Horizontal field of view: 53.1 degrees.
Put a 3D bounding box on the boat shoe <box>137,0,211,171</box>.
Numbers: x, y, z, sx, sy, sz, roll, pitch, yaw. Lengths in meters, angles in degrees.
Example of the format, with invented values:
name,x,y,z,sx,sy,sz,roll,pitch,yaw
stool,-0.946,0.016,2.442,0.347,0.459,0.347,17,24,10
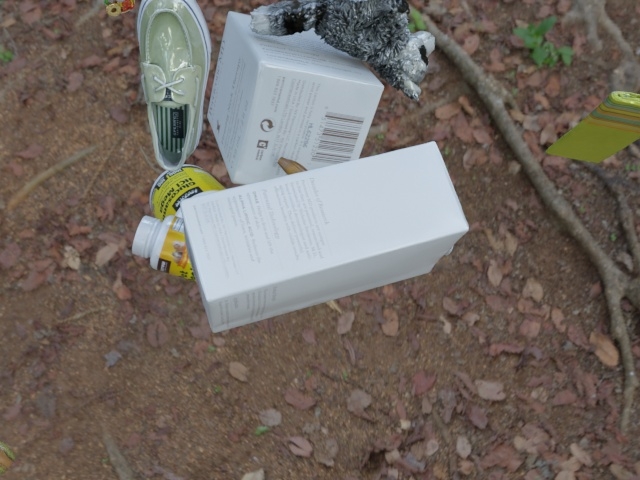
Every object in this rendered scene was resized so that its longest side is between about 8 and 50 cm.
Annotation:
name,x,y,z,sx,sy,sz,roll,pitch,yaw
boat shoe,-0.225,-0.243,1.003,0.109,0.302,0.094,1,45,-3

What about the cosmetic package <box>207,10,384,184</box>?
name,x,y,z,sx,sy,sz,roll,pitch,yaw
cosmetic package,-0.088,-0.368,1.714,0.327,0.329,0.394,4,33,-23

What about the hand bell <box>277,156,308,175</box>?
name,x,y,z,sx,sy,sz,roll,pitch,yaw
hand bell,-0.002,-0.125,1.519,0.242,0.126,0.126,33,69,11

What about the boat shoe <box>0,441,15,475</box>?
name,x,y,z,sx,sy,sz,roll,pitch,yaw
boat shoe,-0.622,0.274,1.021,0.104,0.110,0.307,-43,99,-27

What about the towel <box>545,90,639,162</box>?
name,x,y,z,sx,sy,sz,roll,pitch,yaw
towel,0.459,-0.178,1.030,0.102,0.237,0.021,12,78,-2

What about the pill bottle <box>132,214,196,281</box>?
name,x,y,z,sx,sy,sz,roll,pitch,yaw
pill bottle,-0.268,0.020,1.313,0.215,0.117,0.117,18,64,-6

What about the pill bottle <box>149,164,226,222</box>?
name,x,y,z,sx,sy,sz,roll,pitch,yaw
pill bottle,-0.293,-0.056,1.579,0.188,0.188,0.334,-34,34,-12

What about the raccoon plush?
name,x,y,z,sx,sy,sz,roll,pitch,yaw
raccoon plush,0.071,-0.491,1.629,0.446,0.299,0.216,-4,39,11

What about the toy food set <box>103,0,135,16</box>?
name,x,y,z,sx,sy,sz,roll,pitch,yaw
toy food set,-0.548,-0.651,1.750,0.083,0.082,0.020,-15,64,-16

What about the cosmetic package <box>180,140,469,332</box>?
name,x,y,z,sx,sy,sz,roll,pitch,yaw
cosmetic package,0.000,0.000,0.966,0.385,0.217,0.156,-15,73,-14
